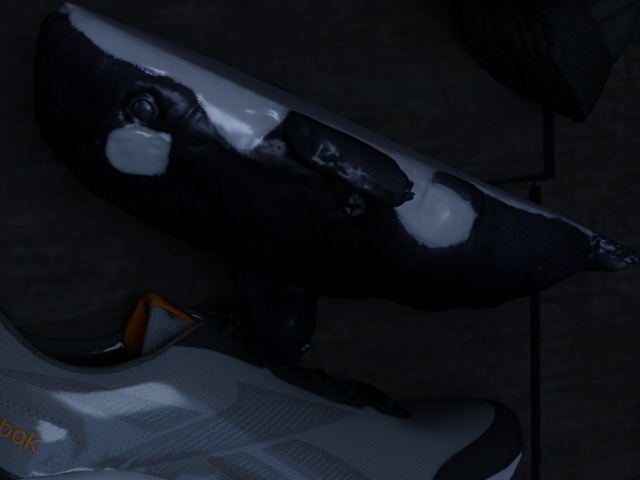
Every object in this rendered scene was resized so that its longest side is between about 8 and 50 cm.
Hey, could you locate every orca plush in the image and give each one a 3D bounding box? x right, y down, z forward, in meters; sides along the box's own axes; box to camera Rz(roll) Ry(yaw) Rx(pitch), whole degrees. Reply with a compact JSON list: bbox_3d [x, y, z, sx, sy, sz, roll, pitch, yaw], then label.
[{"bbox_3d":[0.000,0.000,0.550,0.287,0.151,0.102,16,103,-45],"label":"orca plush"}]

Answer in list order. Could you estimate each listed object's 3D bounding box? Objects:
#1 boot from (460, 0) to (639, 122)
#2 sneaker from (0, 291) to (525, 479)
[{"bbox_3d":[0.113,-0.167,0.542,0.161,0.083,0.246,-56,154,-5],"label":"boot"},{"bbox_3d":[-0.030,0.078,0.563,0.272,0.100,0.107,3,93,-23],"label":"sneaker"}]
